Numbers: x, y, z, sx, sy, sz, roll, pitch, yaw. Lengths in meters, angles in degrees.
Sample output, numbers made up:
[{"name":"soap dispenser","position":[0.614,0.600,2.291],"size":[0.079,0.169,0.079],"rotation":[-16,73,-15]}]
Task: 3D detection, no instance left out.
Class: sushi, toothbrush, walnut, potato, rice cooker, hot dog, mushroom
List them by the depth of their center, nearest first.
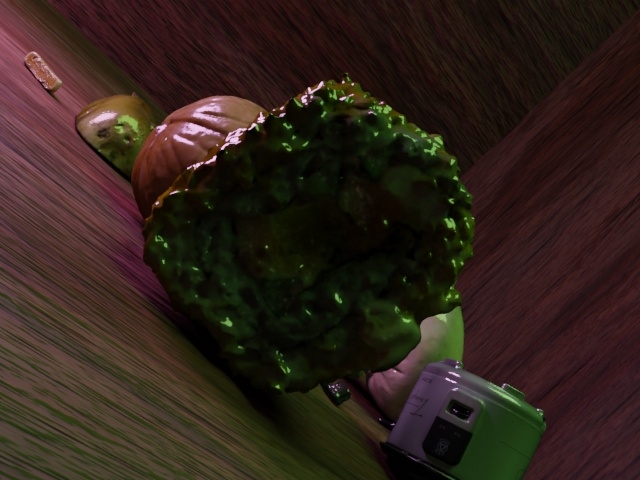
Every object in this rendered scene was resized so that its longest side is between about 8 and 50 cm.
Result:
[{"name":"sushi","position":[0.000,0.000,1.279],"size":[0.351,0.396,0.240],"rotation":[54,-2,-3]},{"name":"walnut","position":[-0.134,-0.067,1.528],"size":[0.313,0.277,0.252],"rotation":[50,33,-18]},{"name":"rice cooker","position":[0.232,0.335,1.632],"size":[0.280,0.227,0.241],"rotation":[25,-9,20]},{"name":"hot dog","position":[-0.491,-0.297,1.764],"size":[0.090,0.030,0.034],"rotation":[48,2,16]},{"name":"toothbrush","position":[-0.022,0.199,1.777],"size":[0.297,0.030,0.030],"rotation":[48,-23,51]},{"name":"potato","position":[-0.349,-0.203,1.791],"size":[0.160,0.111,0.272],"rotation":[44,3,-16]},{"name":"mushroom","position":[0.172,0.194,2.018],"size":[0.356,0.315,0.315],"rotation":[57,-3,-30]}]
